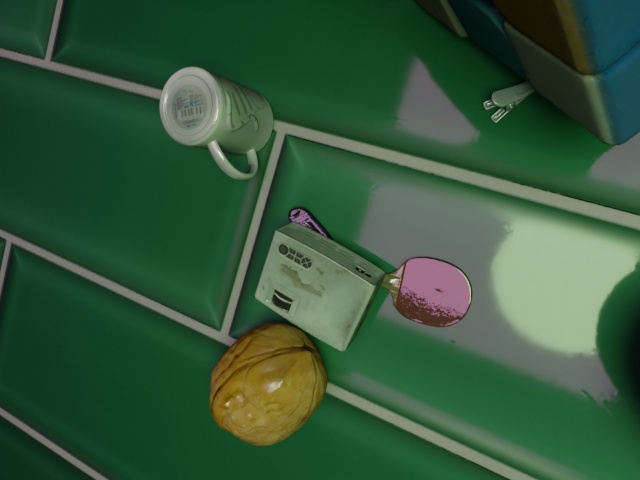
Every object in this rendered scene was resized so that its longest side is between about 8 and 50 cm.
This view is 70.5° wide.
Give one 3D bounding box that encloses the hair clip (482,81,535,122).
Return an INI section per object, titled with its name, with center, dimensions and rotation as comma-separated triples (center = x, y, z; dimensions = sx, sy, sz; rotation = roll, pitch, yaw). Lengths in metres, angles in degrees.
[hair clip]
center = 0.248, -0.182, 0.523
dimensions = 0.115, 0.039, 0.030
rotation = -31, 85, 16

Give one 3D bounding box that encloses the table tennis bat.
[table tennis bat]
center = 0.117, 0.060, 0.591
dimensions = 0.157, 0.013, 0.087
rotation = 13, 98, 19

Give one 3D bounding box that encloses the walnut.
[walnut]
center = -0.072, 0.189, 0.602
dimensions = 0.144, 0.144, 0.180
rotation = 42, 110, 15

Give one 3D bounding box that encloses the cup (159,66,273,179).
[cup]
center = -0.125, -0.159, 0.615
dimensions = 0.136, 0.133, 0.099
rotation = 43, 108, 15

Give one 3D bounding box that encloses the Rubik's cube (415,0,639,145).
[Rubik's cube]
center = 0.212, -0.348, 0.318
dimensions = 0.347, 0.347, 0.344
rotation = -44, 50, 18

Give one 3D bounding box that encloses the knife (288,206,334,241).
[knife]
center = 0.000, 0.000, 0.631
dimensions = 0.031, 0.018, 0.121
rotation = -42, 77, 9

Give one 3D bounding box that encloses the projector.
[projector]
center = -0.002, 0.058, 0.600
dimensions = 0.147, 0.061, 0.115
rotation = 29, 116, 17
